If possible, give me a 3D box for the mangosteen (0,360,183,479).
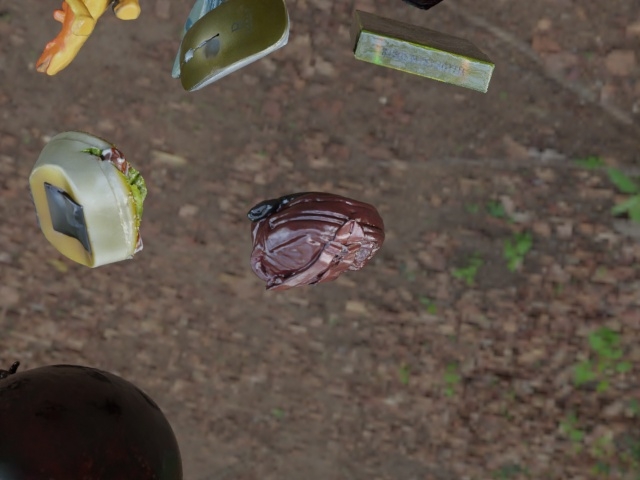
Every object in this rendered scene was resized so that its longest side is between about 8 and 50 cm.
[{"bbox_3d":[-0.246,0.184,1.050,0.261,0.235,0.235,49,161,22],"label":"mangosteen"}]

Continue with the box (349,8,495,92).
[{"bbox_3d":[0.089,-0.179,1.173,0.121,0.030,0.193,14,-166,-4],"label":"box"}]

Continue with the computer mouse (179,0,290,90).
[{"bbox_3d":[-0.127,-0.275,1.733,0.199,0.102,0.045,-20,153,33],"label":"computer mouse"}]

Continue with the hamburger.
[{"bbox_3d":[-0.333,-0.057,1.825,0.173,0.116,0.210,22,138,27],"label":"hamburger"}]

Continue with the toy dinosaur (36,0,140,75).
[{"bbox_3d":[-0.162,-0.253,0.934,0.117,0.070,0.288,40,117,20],"label":"toy dinosaur"}]

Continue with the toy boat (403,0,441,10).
[{"bbox_3d":[0.065,-0.250,1.102,0.137,0.060,0.061,27,113,-20],"label":"toy boat"}]

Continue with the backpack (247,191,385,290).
[{"bbox_3d":[0.000,-0.002,2.026,0.229,0.139,0.229,-3,159,-1],"label":"backpack"}]

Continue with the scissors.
[{"bbox_3d":[-0.180,-0.330,1.912,0.041,0.138,0.289,-17,161,-30],"label":"scissors"}]
